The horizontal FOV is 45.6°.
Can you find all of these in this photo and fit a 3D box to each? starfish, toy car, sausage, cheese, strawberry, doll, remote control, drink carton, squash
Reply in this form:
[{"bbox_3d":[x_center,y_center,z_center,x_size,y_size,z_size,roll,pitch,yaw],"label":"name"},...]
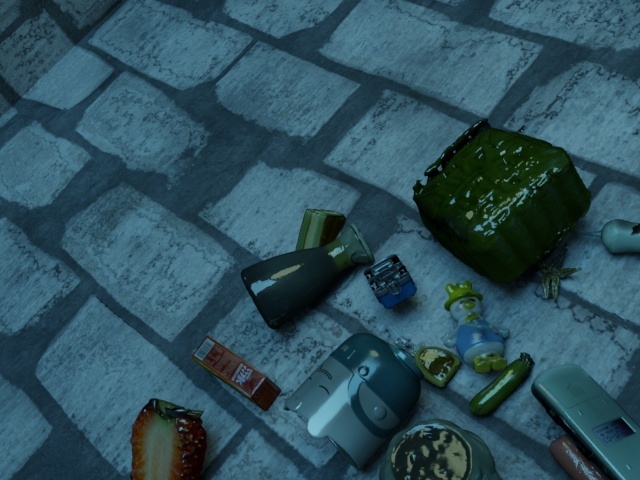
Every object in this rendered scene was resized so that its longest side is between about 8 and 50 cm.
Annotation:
[{"bbox_3d":[0.532,0.062,1.767,0.130,0.041,0.133,39,90,33],"label":"starfish"},{"bbox_3d":[0.175,0.109,1.852,0.097,0.100,0.191,-29,18,3],"label":"toy car"},{"bbox_3d":[0.518,0.449,1.500,0.062,0.062,0.154,-37,51,-3],"label":"sausage"},{"bbox_3d":[0.241,0.269,1.761,0.162,0.036,0.086,30,72,35],"label":"cheese"},{"bbox_3d":[-0.356,0.533,1.808,0.233,0.138,0.306,0,82,46],"label":"strawberry"},{"bbox_3d":[0.346,0.196,1.728,0.135,0.099,0.241,-30,52,19],"label":"doll"},{"bbox_3d":[0.551,0.370,1.515,0.140,0.056,0.296,-12,44,-28],"label":"remote control"},{"bbox_3d":[-0.209,0.327,1.882,0.223,0.096,0.071,25,71,36],"label":"drink carton"},{"bbox_3d":[0.397,0.316,1.654,0.183,0.052,0.052,-40,51,-9],"label":"squash"}]

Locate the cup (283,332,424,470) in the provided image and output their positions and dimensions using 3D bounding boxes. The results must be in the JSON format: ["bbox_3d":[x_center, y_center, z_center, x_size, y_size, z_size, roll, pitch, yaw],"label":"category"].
[{"bbox_3d":[0.068,0.339,1.695,0.257,0.219,0.290,-46,20,-11],"label":"cup"}]

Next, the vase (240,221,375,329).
[{"bbox_3d":[-0.027,0.080,1.939,0.321,0.173,0.173,-28,51,-5],"label":"vase"}]

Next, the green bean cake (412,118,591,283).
[{"bbox_3d":[0.416,-0.103,1.779,0.335,0.218,0.319,-47,33,-5],"label":"green bean cake"}]

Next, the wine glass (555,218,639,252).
[{"bbox_3d":[0.645,-0.013,1.749,0.195,0.079,0.079,5,60,27],"label":"wine glass"}]

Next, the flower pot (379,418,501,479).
[{"bbox_3d":[0.236,0.481,1.506,0.246,0.195,0.246,-12,45,13],"label":"flower pot"}]

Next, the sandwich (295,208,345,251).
[{"bbox_3d":[0.000,0.000,2.064,0.079,0.113,0.163,19,102,32],"label":"sandwich"}]
